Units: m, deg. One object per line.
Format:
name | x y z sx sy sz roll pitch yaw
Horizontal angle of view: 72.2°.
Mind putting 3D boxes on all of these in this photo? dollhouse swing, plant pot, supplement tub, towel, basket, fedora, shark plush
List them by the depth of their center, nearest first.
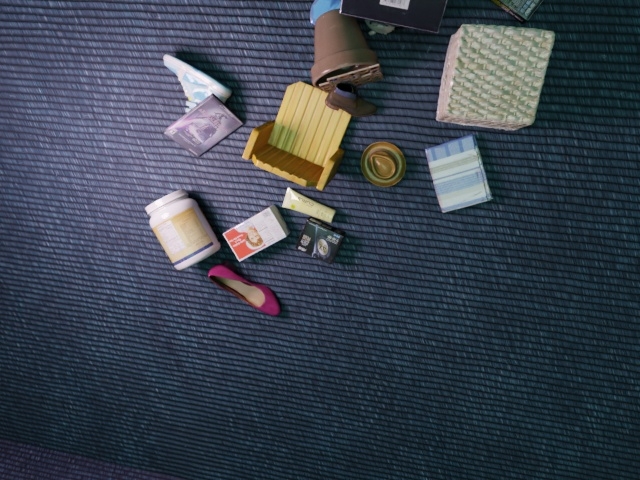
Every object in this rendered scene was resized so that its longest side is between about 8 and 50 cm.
basket | 0.617 -0.578 1.584 0.331 0.266 0.328 9 105 6
plant pot | 0.075 -0.728 1.663 0.263 0.263 0.229 -11 92 13
shark plush | 0.249 -0.841 1.694 0.161 0.073 0.067 7 76 14
dollhouse swing | -0.068 -0.434 1.753 0.346 0.315 0.305 24 118 4
towel | 0.563 -0.270 1.796 0.209 0.034 0.285 -16 99 17
fedora | 0.258 -0.312 1.817 0.194 0.079 0.194 3 105 10
supplement tub | -0.618 -0.050 1.974 0.228 0.228 0.316 -26 98 16

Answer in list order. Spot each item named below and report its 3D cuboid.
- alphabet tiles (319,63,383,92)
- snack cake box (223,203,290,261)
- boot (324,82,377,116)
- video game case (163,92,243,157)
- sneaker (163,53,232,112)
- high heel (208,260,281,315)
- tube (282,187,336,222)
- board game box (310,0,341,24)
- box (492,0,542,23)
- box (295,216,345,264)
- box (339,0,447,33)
alphabet tiles | 0.120 -0.619 1.700 0.237 0.198 0.009 -11 93 13
snack cake box | -0.288 -0.034 1.989 0.264 0.089 0.152 -27 100 16
boot | 0.135 -0.554 1.733 0.219 0.106 0.082 6 70 -14
video game case | -0.495 -0.483 1.872 0.274 0.196 0.026 -30 55 17
sneaker | -0.555 -0.631 1.862 0.319 0.127 0.208 32 107 2
high heel | -0.352 0.248 2.027 0.377 0.181 0.127 36 108 0
tube | -0.050 -0.146 1.933 0.240 0.062 0.070 23 67 9
board game box | 0.045 -0.885 1.729 0.168 0.033 0.133 32 110 -9
box | 0.738 -0.961 1.565 0.216 0.060 0.270 36 108 1
box | 0.000 0.000 1.950 0.180 0.077 0.147 25 108 3
box | 0.271 -0.871 1.526 0.343 0.312 0.179 14 125 6
